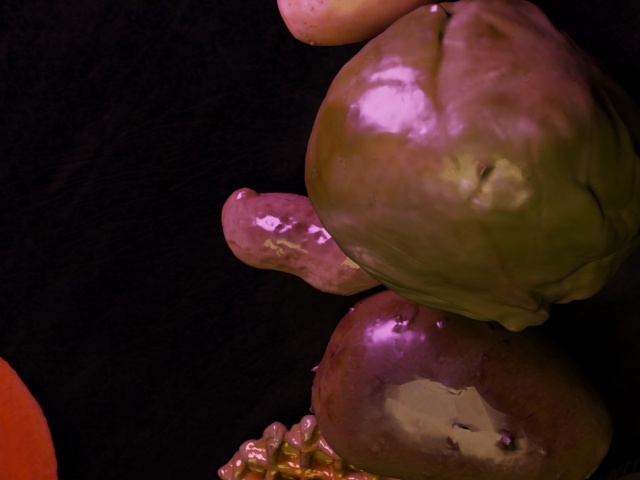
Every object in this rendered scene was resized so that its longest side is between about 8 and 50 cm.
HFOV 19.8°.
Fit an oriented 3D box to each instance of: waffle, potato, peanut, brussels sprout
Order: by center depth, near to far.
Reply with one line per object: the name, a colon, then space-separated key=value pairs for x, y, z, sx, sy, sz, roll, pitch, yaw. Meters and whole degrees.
brussels sprout: x=0.146 y=-0.072 z=1.650 sx=0.328 sy=0.247 sz=0.328 roll=10 pitch=157 yaw=4
potato: x=0.042 y=-0.245 z=1.657 sx=0.178 sy=0.118 sz=0.109 roll=-24 pitch=133 yaw=20
potato: x=0.142 y=0.157 z=1.841 sx=0.307 sy=0.173 sz=0.210 roll=20 pitch=99 yaw=8
peanut: x=0.000 y=0.000 z=1.845 sx=0.214 sy=0.099 sz=0.099 roll=15 pitch=125 yaw=10
waffle: x=0.010 y=0.301 z=2.058 sx=0.261 sy=0.056 sz=0.250 roll=-30 pitch=107 yaw=36

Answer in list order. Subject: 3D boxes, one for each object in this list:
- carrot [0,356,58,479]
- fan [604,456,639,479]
carrot: x=-0.429 y=0.242 z=2.056 sx=0.307 sy=0.258 sz=0.100 roll=45 pitch=139 yaw=-5
fan: x=0.347 y=0.335 z=1.948 sx=0.130 sy=0.074 sz=0.244 roll=13 pitch=125 yaw=11
